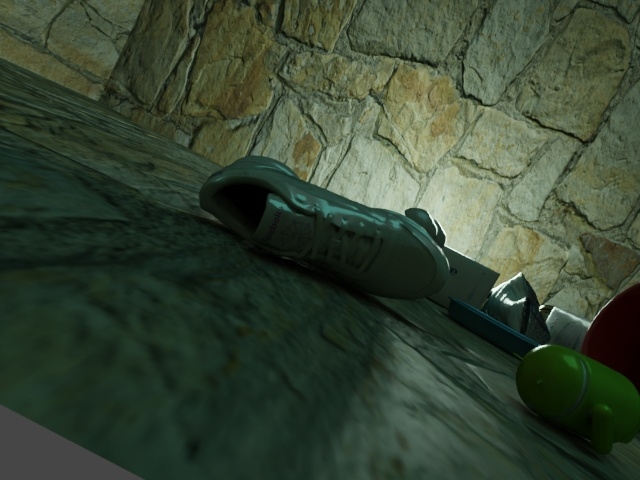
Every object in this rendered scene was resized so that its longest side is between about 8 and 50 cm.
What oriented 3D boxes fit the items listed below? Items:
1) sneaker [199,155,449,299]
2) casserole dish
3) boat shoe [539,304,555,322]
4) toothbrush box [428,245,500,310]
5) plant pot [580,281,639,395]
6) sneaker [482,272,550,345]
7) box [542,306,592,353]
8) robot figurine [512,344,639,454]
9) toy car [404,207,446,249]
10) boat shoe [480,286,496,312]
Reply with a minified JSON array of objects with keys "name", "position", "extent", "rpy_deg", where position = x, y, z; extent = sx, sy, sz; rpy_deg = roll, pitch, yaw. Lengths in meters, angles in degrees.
[{"name":"sneaker","position":[0.000,0.000,0.479],"extent":[0.306,0.114,0.152],"rpy_deg":[24,18,5]},{"name":"casserole dish","position":[0.311,0.162,0.748],"extent":[0.189,0.036,0.114],"rpy_deg":[31,6,32]},{"name":"boat shoe","position":[0.695,0.303,1.088],"extent":[0.307,0.110,0.105],"rpy_deg":[36,34,27]},{"name":"toothbrush box","position":[0.311,0.084,1.027],"extent":[0.217,0.126,0.296],"rpy_deg":[30,5,19]},{"name":"plant pot","position":[0.614,0.218,0.638],"extent":[0.243,0.274,0.275],"rpy_deg":[36,3,-11]},{"name":"sneaker","position":[0.470,0.185,1.007],"extent":[0.110,0.129,0.297],"rpy_deg":[60,25,-2]},{"name":"box","position":[0.640,0.269,0.880],"extent":[0.262,0.126,0.231],"rpy_deg":[28,4,6]},{"name":"robot figurine","position":[0.230,0.137,0.369],"extent":[0.115,0.067,0.101],"rpy_deg":[27,13,-8]},{"name":"toy car","position":[0.155,0.034,0.751],"extent":[0.182,0.159,0.136],"rpy_deg":[20,43,-60]},{"name":"boat shoe","position":[0.492,0.174,1.266],"extent":[0.302,0.094,0.109],"rpy_deg":[36,11,23]}]
